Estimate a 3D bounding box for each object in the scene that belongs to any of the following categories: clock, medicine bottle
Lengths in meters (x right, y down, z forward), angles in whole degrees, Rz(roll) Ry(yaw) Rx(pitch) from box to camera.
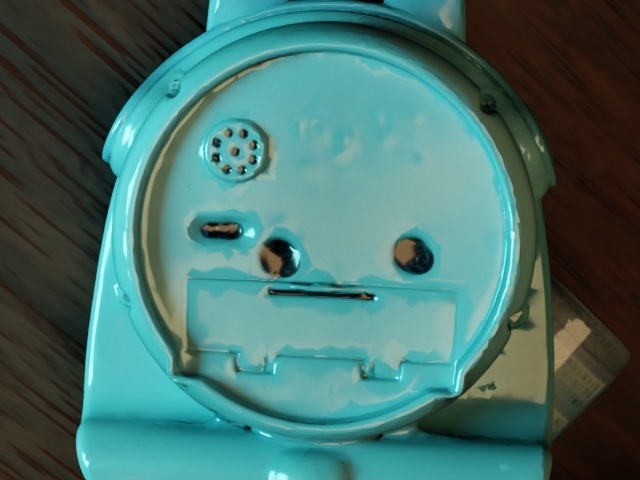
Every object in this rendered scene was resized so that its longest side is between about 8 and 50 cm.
[{"bbox_3d":[0.000,0.000,0.897,0.224,0.094,0.274,1,97,2],"label":"clock"},{"bbox_3d":[0.062,0.102,0.990,0.203,0.083,0.083,-44,114,4],"label":"medicine bottle"}]
